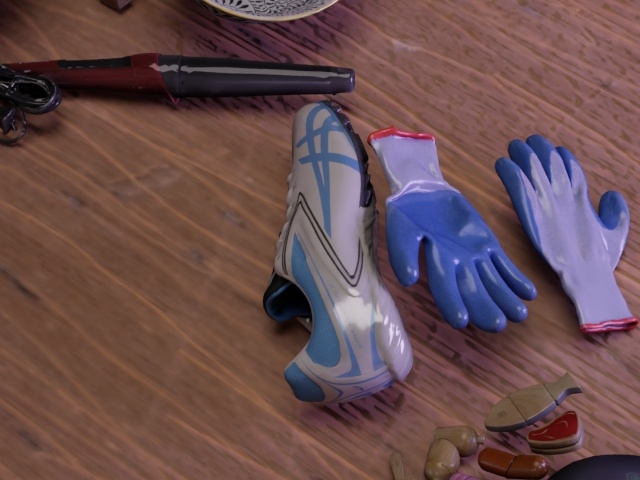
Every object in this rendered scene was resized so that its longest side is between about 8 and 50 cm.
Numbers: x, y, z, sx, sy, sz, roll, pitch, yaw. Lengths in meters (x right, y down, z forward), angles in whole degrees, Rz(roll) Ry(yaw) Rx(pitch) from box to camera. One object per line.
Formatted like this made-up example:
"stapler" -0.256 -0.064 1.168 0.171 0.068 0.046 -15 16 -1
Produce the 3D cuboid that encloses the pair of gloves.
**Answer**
"pair of gloves" 0.123 -0.008 1.177 0.198 0.023 0.159 0 54 -30

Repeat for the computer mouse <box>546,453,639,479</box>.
"computer mouse" 0.138 0.212 1.007 0.188 0.072 0.272 26 55 21

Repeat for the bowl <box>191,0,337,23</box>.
"bowl" -0.054 -0.220 1.343 0.170 0.080 0.170 6 70 -16

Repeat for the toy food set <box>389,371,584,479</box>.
"toy food set" 0.105 0.128 1.094 0.122 0.019 0.078 -22 34 3

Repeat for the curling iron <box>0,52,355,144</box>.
"curling iron" -0.112 -0.103 1.293 0.274 0.035 0.068 -2 55 0

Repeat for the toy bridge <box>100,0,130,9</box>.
"toy bridge" -0.096 -0.248 1.391 0.026 0.063 0.188 30 56 36

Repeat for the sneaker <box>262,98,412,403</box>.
"sneaker" 0.000 0.000 1.179 0.086 0.085 0.237 -12 47 3
